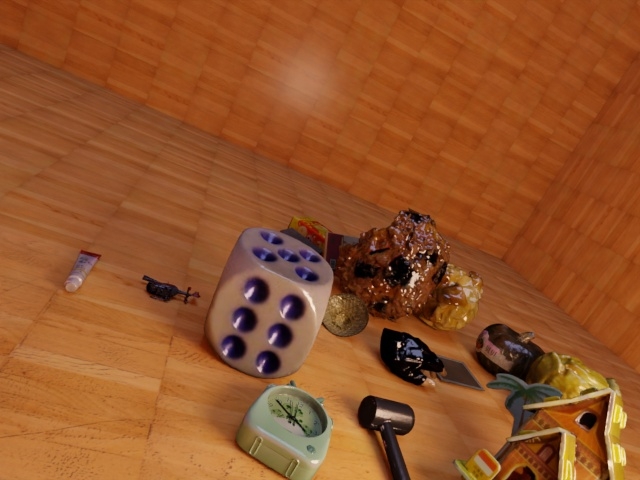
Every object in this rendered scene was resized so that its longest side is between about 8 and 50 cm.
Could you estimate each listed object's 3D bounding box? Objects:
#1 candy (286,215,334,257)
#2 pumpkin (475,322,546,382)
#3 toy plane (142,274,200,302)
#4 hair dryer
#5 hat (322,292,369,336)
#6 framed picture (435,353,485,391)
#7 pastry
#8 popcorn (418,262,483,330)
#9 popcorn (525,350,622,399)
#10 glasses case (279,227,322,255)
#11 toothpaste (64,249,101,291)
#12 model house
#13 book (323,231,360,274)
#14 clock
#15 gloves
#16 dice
[{"bbox_3d":[0.000,0.000,1.894,0.276,0.088,0.146,37,22,28],"label":"candy"},{"bbox_3d":[0.688,0.395,1.596,0.261,0.189,0.260,25,19,-9],"label":"pumpkin"},{"bbox_3d":[-0.366,0.122,1.102,0.145,0.037,0.060,16,10,-19],"label":"toy plane"},{"bbox_3d":[0.165,0.436,0.936,0.114,0.070,0.248,20,23,-21],"label":"hair dryer"},{"bbox_3d":[0.073,0.240,1.371,0.146,0.067,0.145,1,54,-1],"label":"hat"},{"bbox_3d":[0.423,0.419,1.439,0.183,0.011,0.142,20,19,-23],"label":"framed picture"},{"bbox_3d":[0.258,0.096,1.564,0.337,0.405,0.292,62,9,13],"label":"pastry"},{"bbox_3d":[0.483,0.202,1.714,0.332,0.225,0.265,-28,67,-39],"label":"popcorn"},{"bbox_3d":[0.716,0.468,1.318,0.226,0.276,0.276,23,17,1],"label":"popcorn"},{"bbox_3d":[-0.081,0.014,1.814,0.191,0.042,0.072,37,27,29],"label":"glasses case"},{"bbox_3d":[-0.544,0.064,1.026,0.048,0.031,0.190,17,17,-20],"label":"toothpaste"},{"bbox_3d":[0.450,0.391,0.942,0.300,0.323,0.340,35,6,-45],"label":"model house"},{"bbox_3d":[0.098,0.059,1.772,0.022,0.162,0.232,1,-6,45],"label":"book"},{"bbox_3d":[-0.053,0.347,0.863,0.160,0.065,0.211,30,17,8],"label":"clock"},{"bbox_3d":[0.276,0.343,1.294,0.204,0.124,0.164,15,38,-12],"label":"gloves"},{"bbox_3d":[-0.117,0.140,1.045,0.243,0.259,0.251,24,18,-5],"label":"dice"}]
